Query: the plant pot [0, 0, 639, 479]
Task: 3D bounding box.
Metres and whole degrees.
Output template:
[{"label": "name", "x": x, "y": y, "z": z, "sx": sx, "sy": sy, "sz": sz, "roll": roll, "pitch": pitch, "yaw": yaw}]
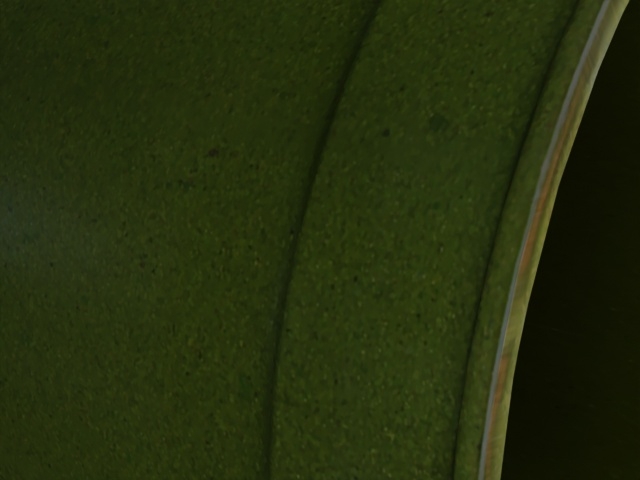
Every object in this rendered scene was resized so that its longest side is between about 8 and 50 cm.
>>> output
[{"label": "plant pot", "x": 0.000, "y": 0.000, "z": 0.698, "sx": 0.366, "sy": 0.353, "sz": 0.367, "roll": -24, "pitch": 120, "yaw": -50}]
